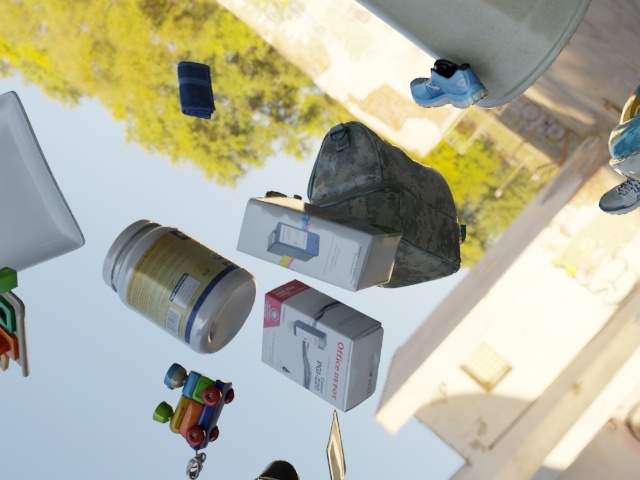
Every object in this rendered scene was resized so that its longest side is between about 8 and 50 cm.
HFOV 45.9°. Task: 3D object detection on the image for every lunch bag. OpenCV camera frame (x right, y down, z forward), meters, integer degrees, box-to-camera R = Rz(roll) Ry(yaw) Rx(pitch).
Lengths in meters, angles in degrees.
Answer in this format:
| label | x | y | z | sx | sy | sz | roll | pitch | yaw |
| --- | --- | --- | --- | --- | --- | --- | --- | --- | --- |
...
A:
| label | x | y | z | sx | sy | sz | roll | pitch | yaw |
| --- | --- | --- | --- | --- | --- | --- | --- | --- | --- |
| lunch bag | 0.125 | -0.067 | 1.445 | 0.305 | 0.213 | 0.256 | 24 | -119 | -46 |

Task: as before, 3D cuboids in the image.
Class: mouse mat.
| label | x | y | z | sx | sy | sz | roll | pitch | yaw |
| --- | --- | --- | --- | --- | --- | --- | --- | --- | --- |
| mouse mat | 0.033 | 0.453 | 1.548 | 0.189 | 0.007 | 0.152 | -68 | -30 | -75 |

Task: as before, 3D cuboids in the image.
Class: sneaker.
| label | x | y | z | sx | sy | sz | roll | pitch | yaw |
| --- | --- | --- | --- | --- | --- | --- | --- | --- | --- |
| sneaker | -0.130 | 0.575 | 1.650 | 0.330 | 0.122 | 0.146 | -63 | -36 | -59 |
| sneaker | 0.483 | -0.089 | 1.146 | 0.058 | 0.135 | 0.052 | 55 | -169 | -48 |
| sneaker | 0.191 | -0.249 | 1.163 | 0.162 | 0.063 | 0.073 | 17 | 139 | 59 |

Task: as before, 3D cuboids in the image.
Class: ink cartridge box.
| label | x | y | z | sx | sy | sz | roll | pitch | yaw |
| --- | --- | --- | --- | --- | --- | --- | --- | --- | --- |
| ink cartridge box | 0.000 | 0.000 | 1.180 | 0.212 | 0.093 | 0.154 | 20 | -169 | 21 |
| ink cartridge box | -0.001 | 0.188 | 1.377 | 0.218 | 0.158 | 0.092 | 23 | -149 | 34 |

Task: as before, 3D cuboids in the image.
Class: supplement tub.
| label | x | y | z | sx | sy | sz | roll | pitch | yaw |
| --- | --- | --- | --- | --- | --- | --- | --- | --- | --- |
| supplement tub | -0.334 | 0.103 | 1.792 | 0.316 | 0.228 | 0.228 | 29 | -171 | 18 |

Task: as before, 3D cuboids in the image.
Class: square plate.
| label | x | y | z | sx | sy | sz | roll | pitch | yaw |
| --- | --- | --- | --- | --- | --- | --- | --- | --- | --- |
| square plate | -0.704 | -0.085 | 1.566 | 0.049 | 0.347 | 0.344 | -75 | -37 | -80 |

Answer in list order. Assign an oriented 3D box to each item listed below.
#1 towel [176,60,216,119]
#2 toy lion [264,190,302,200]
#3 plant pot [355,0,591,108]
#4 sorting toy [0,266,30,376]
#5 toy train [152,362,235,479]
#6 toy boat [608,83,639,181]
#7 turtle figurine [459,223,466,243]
| label | x | y | z | sx | sy | sz | roll | pitch | yaw |
| --- | --- | --- | --- | --- | --- | --- | --- | --- | --- |
| towel | -0.237 | -0.288 | 1.431 | 0.067 | 0.029 | 0.119 | 4 | -120 | -26 |
| toy lion | -0.084 | -0.086 | 1.775 | 0.096 | 0.034 | 0.100 | 10 | -154 | -25 |
| plant pot | 0.209 | -0.422 | 1.175 | 0.305 | 0.333 | 0.334 | 24 | -163 | -16 |
| sorting toy | -0.564 | 0.126 | 1.286 | 0.196 | 0.347 | 0.047 | 39 | -133 | 24 |
| toy train | -0.293 | 0.391 | 1.593 | 0.143 | 0.248 | 0.105 | 21 | 177 | 16 |
| toy boat | 0.506 | -0.209 | 1.006 | 0.148 | 0.267 | 0.318 | 51 | -128 | 2 |
| turtle figurine | 0.227 | -0.030 | 1.816 | 0.234 | 0.175 | 0.118 | 29 | 177 | 40 |
